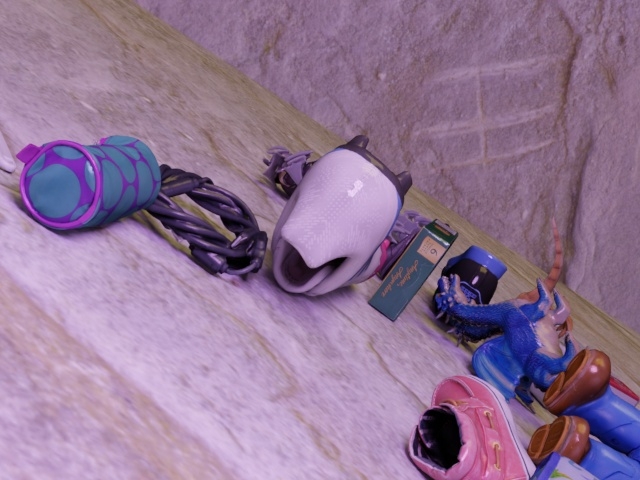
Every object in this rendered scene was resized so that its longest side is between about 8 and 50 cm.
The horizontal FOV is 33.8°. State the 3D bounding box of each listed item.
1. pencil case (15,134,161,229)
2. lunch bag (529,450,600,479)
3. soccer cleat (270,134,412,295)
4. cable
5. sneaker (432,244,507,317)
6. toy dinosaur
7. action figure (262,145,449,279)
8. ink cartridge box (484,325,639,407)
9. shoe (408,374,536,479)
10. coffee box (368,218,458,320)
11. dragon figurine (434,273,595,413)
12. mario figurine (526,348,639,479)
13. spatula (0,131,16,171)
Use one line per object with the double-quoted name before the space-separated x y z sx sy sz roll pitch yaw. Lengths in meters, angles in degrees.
"pencil case" -0.174 -0.047 0.810 0.070 0.064 0.152 51 9 0
"lunch bag" 0.180 0.206 0.683 0.129 0.096 0.151 37 19 14
"soccer cleat" 0.000 0.000 1.073 0.116 0.143 0.331 41 -13 8
"cable" -0.116 -0.023 0.975 0.151 0.047 0.184 28 13 -7
"sneaker" 0.187 0.075 1.429 0.081 0.090 0.232 35 -12 9
"toy dinosaur" 0.261 0.079 1.292 0.112 0.211 0.064 23 35 -30
"action figure" 0.031 -0.057 1.467 0.285 0.099 0.185 36 14 27
"ink cartridge box" 0.313 0.168 1.383 0.127 0.072 0.175 29 11 -27
"shoe" 0.108 0.145 0.828 0.081 0.063 0.178 36 13 -22
"coffee box" 0.115 0.030 1.270 0.040 0.113 0.184 37 11 6
"dragon figurine" 0.233 0.142 1.201 0.085 0.144 0.289 26 32 -49
"mario figurine" 0.373 0.222 1.000 0.321 0.198 0.170 30 -3 -5
"spatula" -0.331 -0.135 0.861 0.168 0.019 0.242 33 10 -36
